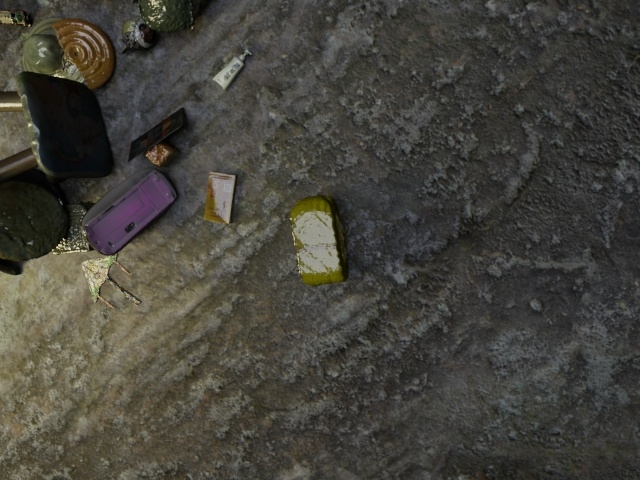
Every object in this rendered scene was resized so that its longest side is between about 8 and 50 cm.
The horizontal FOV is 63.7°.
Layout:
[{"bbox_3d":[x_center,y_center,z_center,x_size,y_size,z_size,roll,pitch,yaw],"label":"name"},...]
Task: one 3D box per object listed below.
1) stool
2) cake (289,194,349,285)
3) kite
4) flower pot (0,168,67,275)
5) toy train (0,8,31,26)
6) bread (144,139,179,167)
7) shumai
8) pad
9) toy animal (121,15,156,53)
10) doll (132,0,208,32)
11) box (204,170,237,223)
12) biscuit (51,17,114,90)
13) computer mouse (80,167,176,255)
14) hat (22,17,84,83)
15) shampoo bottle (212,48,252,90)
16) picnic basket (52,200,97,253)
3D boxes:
[{"bbox_3d":[-0.828,-0.317,1.554,0.226,0.310,0.310,-13,92,16],"label":"stool"},{"bbox_3d":[0.000,0.000,1.514,0.156,0.179,0.261,-7,91,9],"label":"cake"},{"bbox_3d":[-0.698,0.135,1.718,0.244,0.006,0.198,33,99,5],"label":"kite"},{"bbox_3d":[-1.038,-0.065,1.633,0.379,0.251,0.380,1,95,11],"label":"flower pot"},{"bbox_3d":[-1.058,-0.722,1.659,0.249,0.085,0.053,8,113,8],"label":"toy train"},{"bbox_3d":[-0.496,-0.276,1.612,0.070,0.083,0.077,43,103,-6],"label":"bread"},{"bbox_3d":[-0.878,-0.069,1.460,0.203,0.272,0.222,9,62,46],"label":"shumai"},{"bbox_3d":[-0.509,-0.329,1.594,0.211,0.143,0.003,-31,128,9],"label":"pad"},{"bbox_3d":[-0.564,-0.619,1.591,0.098,0.098,0.137,35,116,4],"label":"toy animal"},{"bbox_3d":[-0.428,-0.778,1.465,0.247,0.247,0.350,12,123,7],"label":"doll"},{"bbox_3d":[-0.316,-0.136,1.628,0.089,0.022,0.156,8,96,7],"label":"box"},{"bbox_3d":[-0.725,-0.596,1.615,0.144,0.033,0.224,-29,101,-15],"label":"biscuit"},{"bbox_3d":[-0.582,-0.091,1.573,0.310,0.071,0.158,-48,125,-25],"label":"computer mouse"},{"bbox_3d":[-0.869,-0.592,1.628,0.252,0.110,0.252,1,96,9],"label":"hat"},{"bbox_3d":[-0.267,-0.530,1.580,0.049,0.034,0.141,44,98,8],"label":"shampoo bottle"},{"bbox_3d":[-0.726,-0.048,1.612,0.134,0.196,0.154,-4,96,12],"label":"picnic basket"}]
